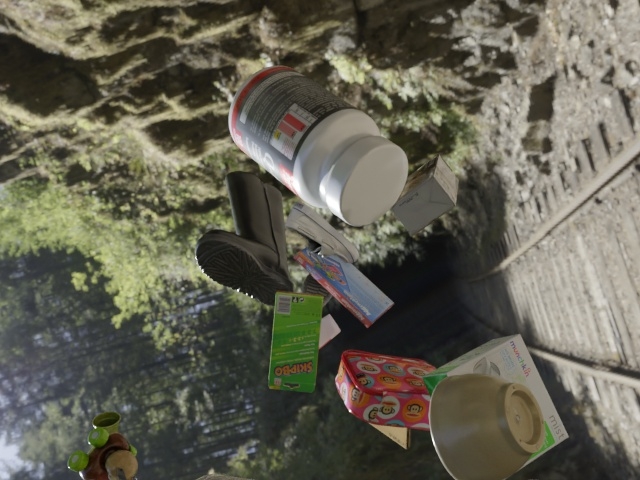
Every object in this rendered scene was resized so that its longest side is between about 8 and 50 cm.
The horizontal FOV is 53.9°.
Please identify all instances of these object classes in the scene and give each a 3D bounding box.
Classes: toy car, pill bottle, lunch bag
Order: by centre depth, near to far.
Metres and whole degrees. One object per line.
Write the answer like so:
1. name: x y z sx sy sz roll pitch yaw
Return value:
1. pill bottle: -0.009 -0.194 1.268 0.363 0.210 0.210 41 165 37
2. lunch bag: 0.192 0.386 1.673 0.258 0.293 0.120 -127 50 -70
3. toy car: -0.550 0.617 1.688 0.188 0.149 0.155 23 157 41

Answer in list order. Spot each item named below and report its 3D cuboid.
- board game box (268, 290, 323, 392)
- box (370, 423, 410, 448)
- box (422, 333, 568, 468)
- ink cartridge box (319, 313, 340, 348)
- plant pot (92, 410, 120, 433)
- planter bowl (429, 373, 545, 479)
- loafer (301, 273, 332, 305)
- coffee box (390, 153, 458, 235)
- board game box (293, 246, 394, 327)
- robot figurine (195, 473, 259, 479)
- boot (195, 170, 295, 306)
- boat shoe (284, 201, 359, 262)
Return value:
1. board game box: -0.065 0.265 1.644 0.039 0.124 0.260 -69 -15 -84
2. box: 0.217 0.580 2.093 0.201 0.021 0.164 25 130 41
3. box: 0.403 0.386 1.462 0.262 0.231 0.127 67 156 7
4. ink cartridge box: -0.033 0.285 1.807 0.063 0.150 0.109 56 -139 1
5. plant pot: -0.646 0.578 1.916 0.083 0.083 0.079 -83 -8 -70
6. planter bowl: 0.250 0.263 0.904 0.162 0.109 0.162 22 -126 -34
7. loafer: 0.005 0.116 1.869 0.087 0.094 0.251 108 -175 -51
8. coffee box: 0.280 -0.125 1.663 0.098 0.141 0.246 50 -156 -8
9. board game box: 0.067 0.113 1.758 0.281 0.027 0.145 43 -147 13
10. robot figurine: -0.217 0.698 1.574 0.300 0.353 0.200 20 -111 -57
11. boot: -0.235 -0.057 1.898 0.367 0.146 0.445 43 -151 -42
12. boat shoe: 0.000 0.000 1.659 0.258 0.084 0.095 40 166 -33
